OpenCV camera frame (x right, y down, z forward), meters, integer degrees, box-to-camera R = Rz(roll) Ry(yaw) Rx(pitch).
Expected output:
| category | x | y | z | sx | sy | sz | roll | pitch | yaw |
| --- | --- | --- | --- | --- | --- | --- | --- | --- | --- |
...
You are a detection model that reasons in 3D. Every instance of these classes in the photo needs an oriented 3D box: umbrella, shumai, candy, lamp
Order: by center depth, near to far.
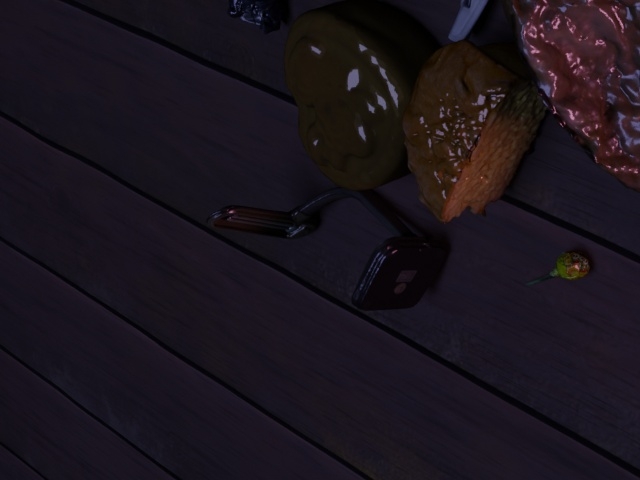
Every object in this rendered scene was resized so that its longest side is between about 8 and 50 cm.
| category | x | y | z | sx | sy | sz | roll | pitch | yaw |
| --- | --- | --- | --- | --- | --- | --- | --- | --- | --- |
| shumai | 0.336 | -0.238 | 1.450 | 0.283 | 0.217 | 0.346 | -33 | 95 | 23 |
| candy | 0.277 | 0.040 | 1.766 | 0.123 | 0.035 | 0.035 | -35 | 72 | 63 |
| umbrella | -0.064 | -0.369 | 1.909 | 0.080 | 0.071 | 0.224 | 23 | 128 | 7 |
| lamp | 0.000 | -0.007 | 1.944 | 0.283 | 0.203 | 0.124 | 31 | 114 | 42 |

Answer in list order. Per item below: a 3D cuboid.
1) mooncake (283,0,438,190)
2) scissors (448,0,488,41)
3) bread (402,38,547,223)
| category | x | y | z | sx | sy | sz | roll | pitch | yaw |
| --- | --- | --- | --- | --- | --- | --- | --- | --- | --- |
| mooncake | 0.054 | -0.178 | 1.836 | 0.235 | 0.117 | 0.234 | 30 | 131 | 42 |
| scissors | 0.194 | -0.316 | 1.645 | 0.118 | 0.030 | 0.242 | 45 | 136 | 25 |
| bread | 0.173 | -0.139 | 1.700 | 0.139 | 0.143 | 0.229 | 54 | 139 | 30 |
